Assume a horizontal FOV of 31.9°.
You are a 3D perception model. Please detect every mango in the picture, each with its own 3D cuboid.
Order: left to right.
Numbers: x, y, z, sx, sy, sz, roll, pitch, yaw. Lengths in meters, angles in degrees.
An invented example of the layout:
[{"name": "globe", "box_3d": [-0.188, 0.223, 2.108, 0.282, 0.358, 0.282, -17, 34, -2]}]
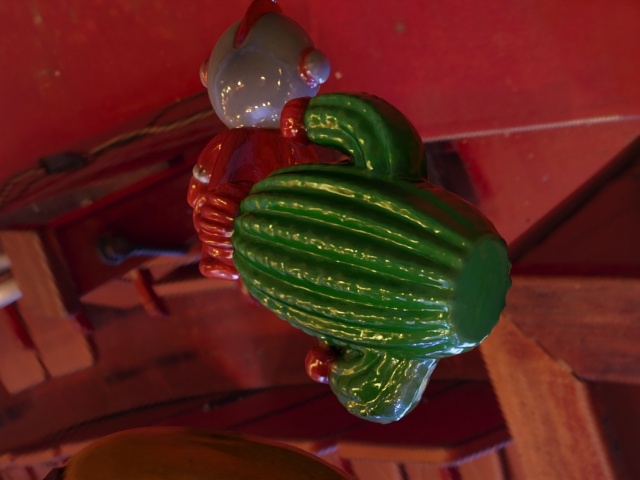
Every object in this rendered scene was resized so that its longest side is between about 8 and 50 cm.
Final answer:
[{"name": "mango", "box_3d": [-0.031, 0.183, 0.569, 0.262, 0.157, 0.109, 32, 179, -21]}]

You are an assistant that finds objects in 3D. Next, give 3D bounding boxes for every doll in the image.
[{"name": "doll", "box_3d": [-0.050, -0.088, 0.893, 0.142, 0.076, 0.245, 2, 85, 35]}]

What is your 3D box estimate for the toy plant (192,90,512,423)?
[{"name": "toy plant", "box_3d": [0.008, -0.008, 0.637, 0.240, 0.088, 0.155, 49, 122, 41]}]
